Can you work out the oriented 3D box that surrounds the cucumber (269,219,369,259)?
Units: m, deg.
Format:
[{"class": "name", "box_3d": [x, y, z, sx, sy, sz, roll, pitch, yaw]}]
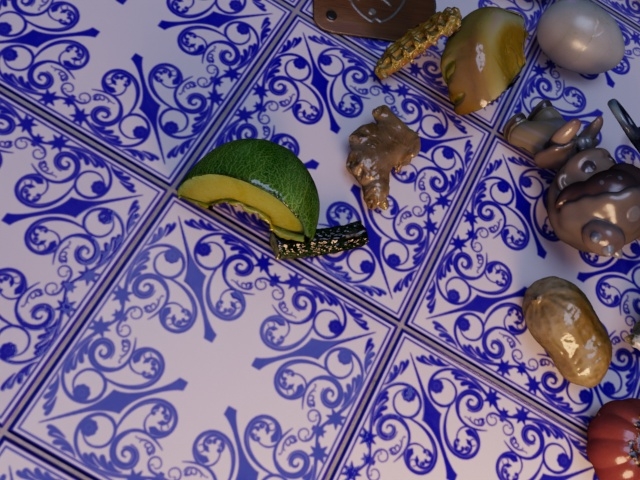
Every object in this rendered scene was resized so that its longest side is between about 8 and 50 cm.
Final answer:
[{"class": "cucumber", "box_3d": [0.000, 0.000, 1.376, 0.187, 0.058, 0.058, -8, 73, -19]}]

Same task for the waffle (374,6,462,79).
[{"class": "waffle", "box_3d": [0.204, -0.412, 1.516, 0.046, 0.192, 0.160, 50, 53, -22]}]

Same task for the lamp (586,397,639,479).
[{"class": "lamp", "box_3d": [0.582, 0.380, 1.351, 0.182, 0.140, 0.182, 7, 69, -18]}]

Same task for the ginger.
[{"class": "ginger", "box_3d": [0.113, -0.167, 1.459, 0.137, 0.074, 0.213, 32, 72, -3]}]

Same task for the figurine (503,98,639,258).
[{"class": "figurine", "box_3d": [0.531, -0.126, 1.501, 0.248, 0.203, 0.380, -13, 59, -36]}]

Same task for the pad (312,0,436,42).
[{"class": "pad", "box_3d": [0.122, -0.570, 1.631, 0.287, 0.018, 0.284, 4, 73, -13]}]

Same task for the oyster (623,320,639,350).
[{"class": "oyster", "box_3d": [0.737, 0.155, 1.452, 0.268, 0.198, 0.112, -40, 39, 6]}]

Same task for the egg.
[{"class": "egg", "box_3d": [0.587, -0.455, 1.648, 0.209, 0.151, 0.151, 25, 66, -8]}]

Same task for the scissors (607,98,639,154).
[{"class": "scissors", "box_3d": [0.717, -0.116, 1.516, 0.256, 0.029, 0.383, 21, 45, -47]}]

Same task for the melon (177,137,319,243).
[{"class": "melon", "box_3d": [-0.110, -0.126, 1.328, 0.265, 0.129, 0.169, 19, 54, 6]}]

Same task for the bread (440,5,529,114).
[{"class": "bread", "box_3d": [0.325, -0.390, 1.527, 0.260, 0.158, 0.156, -49, 116, -35]}]

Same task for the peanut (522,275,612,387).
[{"class": "peanut", "box_3d": [0.474, 0.173, 1.402, 0.129, 0.129, 0.224, -28, 77, -22]}]
